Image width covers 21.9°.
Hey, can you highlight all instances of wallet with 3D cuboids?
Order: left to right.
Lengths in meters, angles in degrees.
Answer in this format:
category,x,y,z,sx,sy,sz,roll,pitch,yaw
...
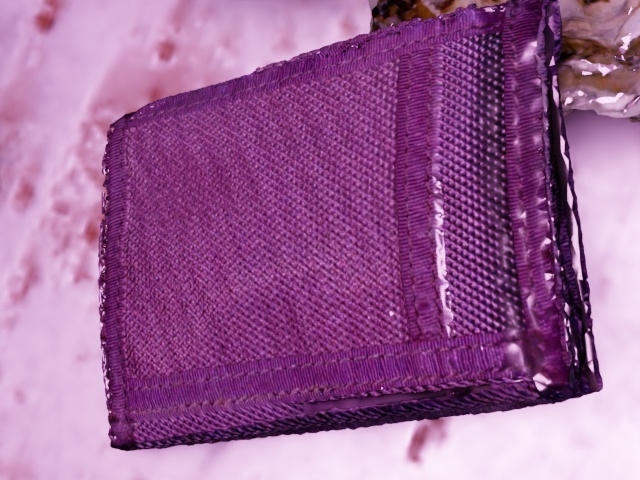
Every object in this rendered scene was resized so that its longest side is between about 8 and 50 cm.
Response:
category,x,y,z,sx,sy,sz,roll,pitch,yaw
wallet,-0.001,0.000,0.474,0.166,0.030,0.111,-12,81,36

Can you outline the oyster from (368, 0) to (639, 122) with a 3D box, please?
category,x,y,z,sx,sy,sz,roll,pitch,yaw
oyster,0.090,-0.085,0.489,0.177,0.064,0.125,-20,66,17
